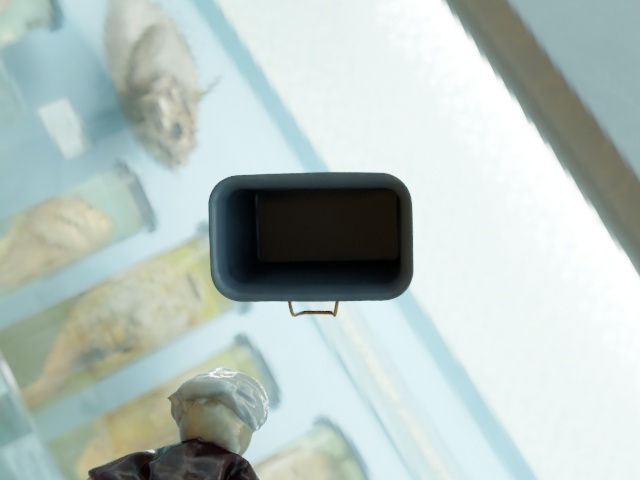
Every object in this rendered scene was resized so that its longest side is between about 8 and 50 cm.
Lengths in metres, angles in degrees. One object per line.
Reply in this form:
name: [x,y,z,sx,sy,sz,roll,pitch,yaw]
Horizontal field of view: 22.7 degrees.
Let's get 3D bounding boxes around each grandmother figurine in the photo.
grandmother figurine: [-0.130,0.249,1.400,0.208,0.342,0.104,15,-42,8]

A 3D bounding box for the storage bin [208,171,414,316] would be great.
storage bin: [0.000,0.000,1.084,0.091,0.135,0.098,-35,124,-80]
